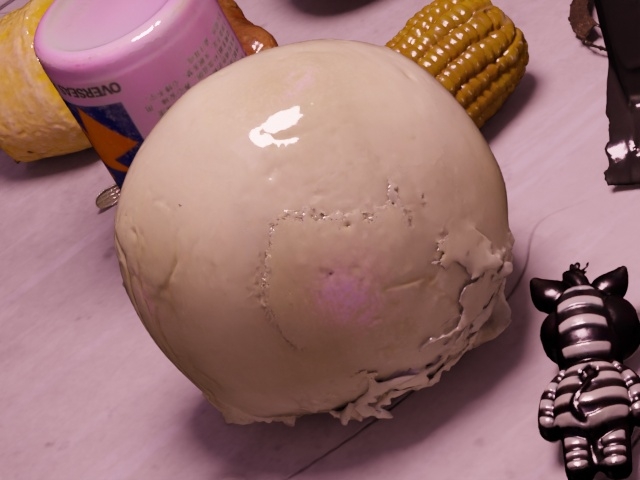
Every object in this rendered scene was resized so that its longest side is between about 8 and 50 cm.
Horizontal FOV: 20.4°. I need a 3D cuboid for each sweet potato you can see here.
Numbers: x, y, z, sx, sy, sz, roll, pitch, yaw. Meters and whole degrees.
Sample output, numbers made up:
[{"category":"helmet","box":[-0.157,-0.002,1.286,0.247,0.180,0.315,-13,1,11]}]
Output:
[{"category":"sweet potato","box":[-0.141,-0.250,2.061,0.106,0.095,0.354,2,17,-42]}]

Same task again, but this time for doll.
[{"category":"doll","box":[0.219,0.105,1.440,0.091,0.067,0.219,-12,46,15]}]

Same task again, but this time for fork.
[{"category":"fork","box":[-0.147,-0.087,1.922,0.219,0.034,0.028,-25,29,4]}]

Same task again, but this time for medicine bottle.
[{"category":"medicine bottle","box":[-0.139,-0.122,1.742,0.178,0.291,0.178,-17,38,14]}]

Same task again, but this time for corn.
[{"category":"corn","box":[0.066,-0.104,1.731,0.131,0.131,0.344,21,61,45]}]

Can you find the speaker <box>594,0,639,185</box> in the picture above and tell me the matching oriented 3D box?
[{"category":"speaker","box":[0.305,-0.265,1.598,0.180,0.388,0.184,-6,26,24]}]

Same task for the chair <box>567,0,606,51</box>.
[{"category":"chair","box":[0.325,-0.287,1.816,0.174,0.149,0.213,-19,80,7]}]

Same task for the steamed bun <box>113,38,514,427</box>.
[{"category":"steamed bun","box":[0.000,0.000,1.503,0.334,0.312,0.233,-39,35,-2]}]

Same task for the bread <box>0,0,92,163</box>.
[{"category":"bread","box":[-0.303,-0.189,2.023,0.170,0.197,0.197,-18,38,24]}]
